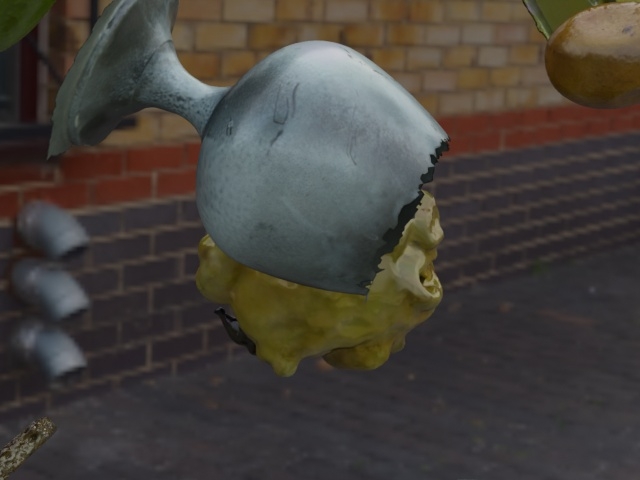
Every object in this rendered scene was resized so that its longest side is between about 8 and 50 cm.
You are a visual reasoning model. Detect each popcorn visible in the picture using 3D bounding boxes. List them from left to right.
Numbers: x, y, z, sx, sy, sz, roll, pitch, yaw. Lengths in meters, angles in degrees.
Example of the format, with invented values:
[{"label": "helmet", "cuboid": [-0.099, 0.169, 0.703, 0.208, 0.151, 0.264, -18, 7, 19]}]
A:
[{"label": "popcorn", "cuboid": [0.000, 0.000, 1.657, 0.297, 0.316, 0.281, -7, -6, -25]}]

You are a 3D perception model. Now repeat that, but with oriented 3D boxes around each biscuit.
[{"label": "biscuit", "cuboid": [-0.293, 0.210, 1.268, 0.026, 0.131, 0.237, 45, -8, -2]}]

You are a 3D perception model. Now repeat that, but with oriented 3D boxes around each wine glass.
[{"label": "wine glass", "cuboid": [-0.055, -0.094, 1.327, 0.323, 0.238, 0.238, 27, 15, 8]}]

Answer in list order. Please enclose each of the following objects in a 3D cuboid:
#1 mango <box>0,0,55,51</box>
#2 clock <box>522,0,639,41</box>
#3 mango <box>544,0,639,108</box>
[{"label": "mango", "cuboid": [-0.210, -0.245, 0.960, 0.143, 0.293, 0.175, 10, 40, -27]}, {"label": "clock", "cuboid": [0.346, -0.346, 1.921, 0.071, 0.277, 0.293, -30, 9, -9]}, {"label": "mango", "cuboid": [0.288, -0.173, 1.310, 0.165, 0.089, 0.115, -11, 32, 13]}]
